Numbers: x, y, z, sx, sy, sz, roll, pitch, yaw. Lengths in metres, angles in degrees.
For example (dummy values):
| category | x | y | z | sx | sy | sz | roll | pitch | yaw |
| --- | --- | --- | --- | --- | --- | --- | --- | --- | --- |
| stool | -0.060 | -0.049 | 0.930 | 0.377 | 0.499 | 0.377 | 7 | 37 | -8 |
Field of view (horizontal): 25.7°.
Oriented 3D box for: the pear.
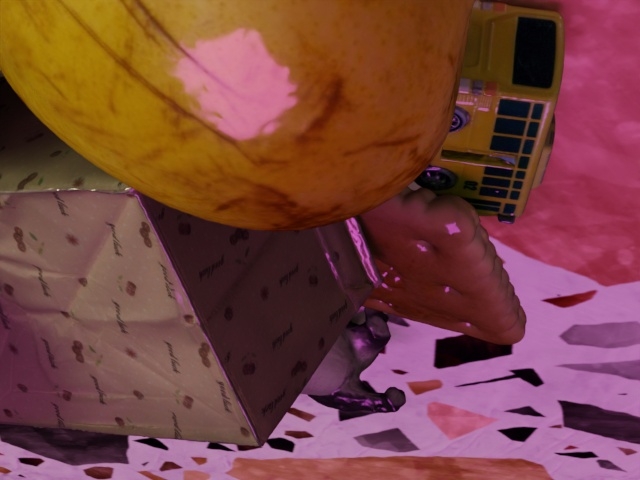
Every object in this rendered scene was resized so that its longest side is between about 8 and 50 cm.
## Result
| category | x | y | z | sx | sy | sz | roll | pitch | yaw |
| --- | --- | --- | --- | --- | --- | --- | --- | --- | --- |
| pear | -0.042 | -0.142 | 0.765 | 0.281 | 0.280 | 0.281 | 5 | 151 | 3 |

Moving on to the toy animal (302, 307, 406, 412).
| category | x | y | z | sx | sy | sz | roll | pitch | yaw |
| --- | --- | --- | --- | --- | --- | --- | --- | --- | --- |
| toy animal | -0.016 | 0.094 | 1.376 | 0.121 | 0.094 | 0.225 | -6 | 151 | 40 |

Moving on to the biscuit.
| category | x | y | z | sx | sy | sz | roll | pitch | yaw |
| --- | --- | --- | --- | --- | --- | --- | --- | --- | --- |
| biscuit | 0.000 | 0.000 | 1.141 | 0.325 | 0.044 | 0.217 | 14 | 159 | 27 |

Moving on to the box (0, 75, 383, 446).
| category | x | y | z | sx | sy | sz | roll | pitch | yaw |
| --- | --- | --- | --- | --- | --- | --- | --- | --- | --- |
| box | -0.150 | 0.004 | 1.020 | 0.297 | 0.190 | 0.225 | -2 | 125 | 33 |

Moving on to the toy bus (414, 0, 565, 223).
| category | x | y | z | sx | sy | sz | roll | pitch | yaw |
| --- | --- | --- | --- | --- | --- | --- | --- | --- | --- |
| toy bus | 0.119 | -0.087 | 1.008 | 0.101 | 0.088 | 0.175 | 7 | 152 | 3 |
